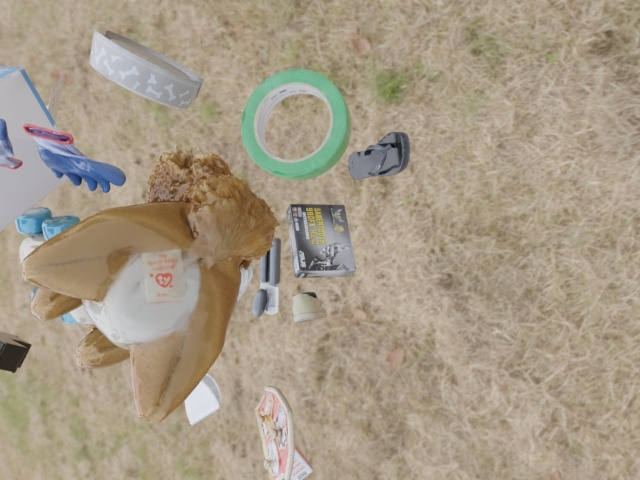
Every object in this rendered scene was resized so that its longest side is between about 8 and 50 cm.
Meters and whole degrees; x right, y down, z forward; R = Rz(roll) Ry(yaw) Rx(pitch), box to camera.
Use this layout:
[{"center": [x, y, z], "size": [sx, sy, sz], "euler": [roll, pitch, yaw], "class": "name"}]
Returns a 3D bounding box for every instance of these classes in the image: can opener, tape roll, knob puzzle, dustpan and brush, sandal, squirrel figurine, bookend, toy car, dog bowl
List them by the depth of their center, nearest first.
[{"center": [-0.264, 0.037, 0.962], "size": [0.281, 0.397, 0.370], "euler": [49, 161, -16], "class": "squirrel figurine"}, {"center": [-0.095, 0.380, 1.161], "size": [0.213, 0.030, 0.213], "euler": [179, 90, -66], "class": "knob puzzle"}, {"center": [-0.505, 0.026, 1.283], "size": [0.210, 0.238, 0.219], "euler": [12, 114, 35], "class": "toy car"}, {"center": [-0.716, 0.254, 1.315], "size": [0.156, 0.157, 0.072], "euler": [16, 76, 26], "class": "bookend"}, {"center": [0.135, -0.196, 1.434], "size": [0.254, 0.055, 0.097], "euler": [-18, 83, 61], "class": "sandal"}, {"center": [-0.072, -0.339, 1.722], "size": [0.321, 0.077, 0.321], "euler": [-1, 84, 15], "class": "tape roll"}, {"center": [-0.516, -0.503, 1.731], "size": [0.349, 0.349, 0.102], "euler": [38, 108, 36], "class": "dog bowl"}, {"center": [-0.380, 0.448, 1.826], "size": [0.147, 0.060, 0.211], "euler": [-36, 70, 27], "class": "dustpan and brush"}, {"center": [-0.175, 0.126, 1.961], "size": [0.074, 0.093, 0.280], "euler": [10, 105, 20], "class": "can opener"}]

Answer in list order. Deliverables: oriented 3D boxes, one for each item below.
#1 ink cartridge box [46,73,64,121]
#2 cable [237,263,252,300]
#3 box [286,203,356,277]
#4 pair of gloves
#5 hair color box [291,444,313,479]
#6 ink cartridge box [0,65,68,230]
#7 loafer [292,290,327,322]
[{"center": [-0.787, -0.355, 1.657], "size": [0.181, 0.056, 0.224], "euler": [-113, 39, -60], "class": "ink cartridge box"}, {"center": [-0.372, 0.157, 2.248], "size": [0.089, 0.257, 0.257], "euler": [33, 119, 24], "class": "cable"}, {"center": [0.000, 0.000, 1.790], "size": [0.056, 0.183, 0.231], "euler": [122, 144, -59], "class": "box"}, {"center": [-0.312, -0.099, 0.624], "size": [0.159, 0.198, 0.023], "euler": [118, 165, -75], "class": "pair of gloves"}, {"center": [-0.092, 0.651, 1.746], "size": [0.141, 0.072, 0.043], "euler": [54, 176, -10], "class": "hair color box"}, {"center": [-0.598, -0.162, 0.974], "size": [0.270, 0.197, 0.198], "euler": [13, 137, 30], "class": "ink cartridge box"}, {"center": [-0.036, 0.208, 1.853], "size": [0.268, 0.102, 0.092], "euler": [59, -157, -84], "class": "loafer"}]
